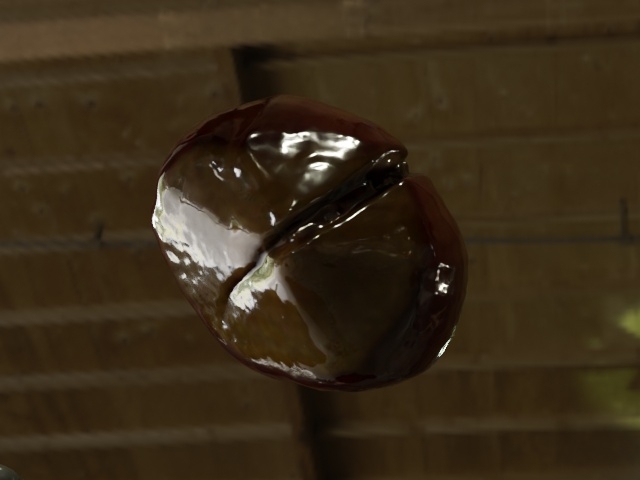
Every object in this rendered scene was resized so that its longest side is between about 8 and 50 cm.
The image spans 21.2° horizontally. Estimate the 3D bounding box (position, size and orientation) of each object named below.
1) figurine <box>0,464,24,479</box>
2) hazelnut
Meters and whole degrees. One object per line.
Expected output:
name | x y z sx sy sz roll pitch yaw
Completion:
figurine | -0.249 0.307 1.070 0.166 0.387 0.207 -12 -55 17
hazelnut | 0.002 -0.002 1.083 0.212 0.181 0.181 49 -35 10
